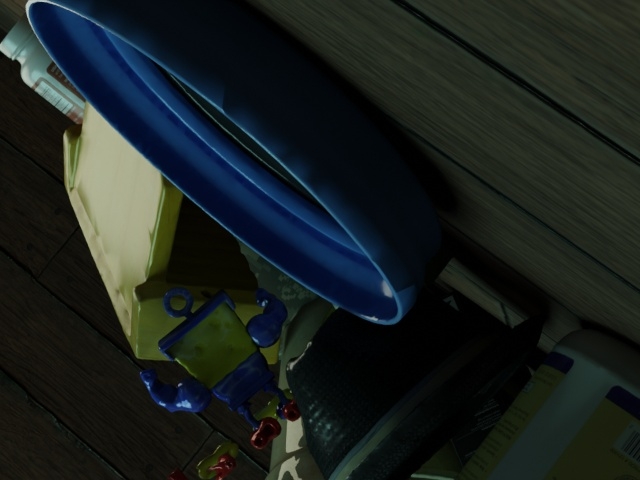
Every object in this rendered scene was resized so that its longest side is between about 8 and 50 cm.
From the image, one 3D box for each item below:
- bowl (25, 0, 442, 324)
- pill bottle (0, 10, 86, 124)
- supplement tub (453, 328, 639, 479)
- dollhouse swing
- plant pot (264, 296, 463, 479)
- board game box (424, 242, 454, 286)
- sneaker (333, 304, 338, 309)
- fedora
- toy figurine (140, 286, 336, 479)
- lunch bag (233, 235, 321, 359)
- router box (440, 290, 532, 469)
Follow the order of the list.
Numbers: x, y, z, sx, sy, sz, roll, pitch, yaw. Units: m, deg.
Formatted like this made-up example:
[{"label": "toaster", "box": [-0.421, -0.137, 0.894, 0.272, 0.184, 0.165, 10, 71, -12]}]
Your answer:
[{"label": "bowl", "box": [-0.064, -0.083, 1.040, 0.391, 0.077, 0.391, 38, 169, 9]}, {"label": "pill bottle", "box": [-0.353, -0.246, 1.858, 0.216, 0.121, 0.121, 39, 176, -15]}, {"label": "supplement tub", "box": [0.210, 0.267, 1.063, 0.241, 0.331, 0.241, 38, 177, 2]}, {"label": "dollhouse swing", "box": [-0.172, -0.066, 1.720, 0.315, 0.305, 0.347, 6, -142, -36]}, {"label": "plant pot", "box": [0.066, 0.249, 1.748, 0.334, 0.333, 0.306, 41, -144, -46]}, {"label": "board game box", "box": [0.041, -0.031, 1.272, 0.181, 0.043, 0.092, 39, 177, -23]}, {"label": "sneaker", "box": [0.000, 0.000, 1.503, 0.152, 0.114, 0.305, 38, 177, -20]}, {"label": "fedora", "box": [0.062, 0.135, 1.215, 0.152, 0.334, 0.334, 45, 178, 13]}, {"label": "toy figurine", "box": [-0.095, 0.125, 1.550, 0.217, 0.362, 0.191, 49, 178, 1]}, {"label": "lunch bag", "box": [-0.036, 0.057, 2.018, 0.305, 0.213, 0.256, 36, -167, 34]}, {"label": "router box", "box": [0.233, 0.232, 1.635, 0.309, 0.081, 0.243, 43, -158, -54]}]
